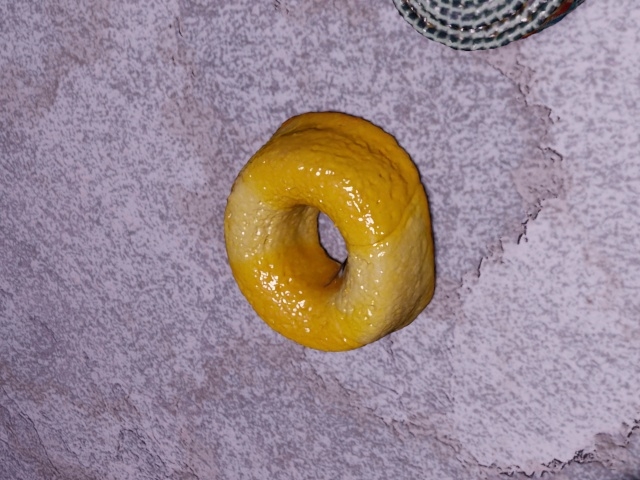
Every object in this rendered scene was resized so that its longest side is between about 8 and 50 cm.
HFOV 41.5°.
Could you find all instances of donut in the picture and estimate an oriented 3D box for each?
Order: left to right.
[{"bbox_3d":[0.000,0.000,1.030,0.302,0.110,0.303,15,118,29],"label":"donut"}]

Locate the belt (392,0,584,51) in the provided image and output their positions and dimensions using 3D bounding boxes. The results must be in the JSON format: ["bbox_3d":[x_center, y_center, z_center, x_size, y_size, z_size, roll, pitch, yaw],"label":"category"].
[{"bbox_3d":[0.151,-0.320,0.747,0.206,0.160,0.295,12,117,31],"label":"belt"}]
